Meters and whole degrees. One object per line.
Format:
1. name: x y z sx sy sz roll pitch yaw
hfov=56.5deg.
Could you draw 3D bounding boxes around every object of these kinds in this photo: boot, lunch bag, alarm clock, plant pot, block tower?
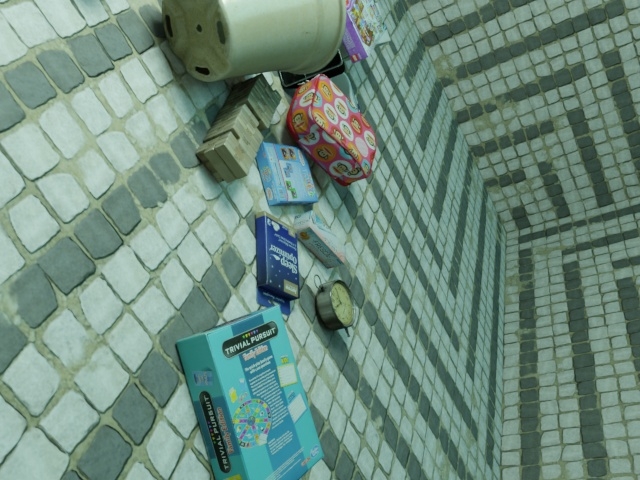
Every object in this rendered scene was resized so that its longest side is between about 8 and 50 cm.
1. boot: 0.092 -0.497 2.073 0.086 0.069 0.189 -52 128 -66
2. lunch bag: 0.043 -0.328 1.709 0.293 0.120 0.258 43 42 -32
3. alarm clock: 0.029 0.158 1.565 0.192 0.064 0.129 56 32 -33
4. plant pot: -0.165 -0.501 1.325 0.305 0.334 0.333 -34 105 -40
5. plant pot: -0.024 -0.557 1.780 0.167 0.188 0.187 -1 75 -74
6. block tower: -0.186 -0.271 1.394 0.097 0.091 0.335 55 31 -30

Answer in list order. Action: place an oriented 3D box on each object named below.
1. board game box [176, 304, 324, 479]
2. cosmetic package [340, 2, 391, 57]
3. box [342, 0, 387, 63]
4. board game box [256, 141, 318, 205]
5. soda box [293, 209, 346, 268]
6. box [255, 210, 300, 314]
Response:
1. board game box: -0.128 0.319 1.167 0.254 0.079 0.335 -12 85 -62
2. cosmetic package: 0.087 -0.703 2.035 0.155 0.197 0.365 67 29 -11
3. box: 0.109 -0.678 1.793 0.200 0.057 0.293 60 31 -24
4. board game box: -0.087 -0.172 1.573 0.212 0.039 0.160 -8 81 -62
5. soda box: 0.000 0.000 1.611 0.183 0.058 0.062 47 37 -40
6. box: -0.101 0.055 1.419 0.136 0.037 0.225 31 50 -52
